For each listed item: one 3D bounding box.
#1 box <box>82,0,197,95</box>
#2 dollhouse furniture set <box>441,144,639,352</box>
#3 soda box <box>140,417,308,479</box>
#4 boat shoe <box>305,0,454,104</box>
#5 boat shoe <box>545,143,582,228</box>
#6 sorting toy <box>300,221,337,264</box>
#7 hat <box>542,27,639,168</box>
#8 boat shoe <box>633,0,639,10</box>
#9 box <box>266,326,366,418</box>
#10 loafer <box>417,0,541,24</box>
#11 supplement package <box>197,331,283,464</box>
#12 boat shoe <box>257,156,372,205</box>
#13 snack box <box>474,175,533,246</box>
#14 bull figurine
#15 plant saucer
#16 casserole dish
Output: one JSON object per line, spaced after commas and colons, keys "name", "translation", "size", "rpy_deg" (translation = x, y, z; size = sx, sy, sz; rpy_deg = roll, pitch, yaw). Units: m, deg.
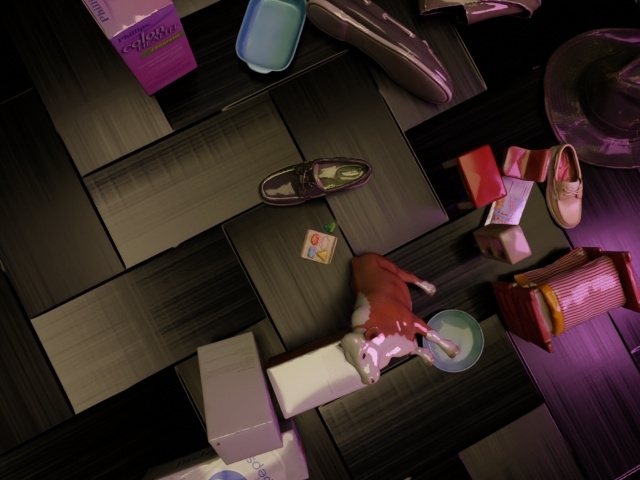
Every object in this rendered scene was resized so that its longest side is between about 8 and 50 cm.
{"name": "box", "translation": [-0.338, -0.409, 0.922], "size": [0.117, 0.243, 0.213], "rpy_deg": [-33, 88, -5]}
{"name": "dollhouse furniture set", "translation": [0.399, -0.014, 0.957], "size": [0.202, 0.152, 0.373], "rpy_deg": [-23, 96, -5]}
{"name": "soda box", "translation": [-0.169, 0.415, 0.941], "size": [0.287, 0.098, 0.091], "rpy_deg": [-19, 87, -6]}
{"name": "boat shoe", "translation": [0.131, -0.393, 1.015], "size": [0.335, 0.112, 0.095], "rpy_deg": [34, 81, -2]}
{"name": "boat shoe", "translation": [0.484, -0.109, 1.043], "size": [0.063, 0.059, 0.169], "rpy_deg": [-9, 86, -4]}
{"name": "sorting toy", "translation": [0.000, 0.000, 1.026], "size": [0.062, 0.012, 0.083], "rpy_deg": [16, 85, -2]}
{"name": "hat", "translation": [0.618, -0.296, 1.031], "size": [0.332, 0.134, 0.330], "rpy_deg": [0, 86, -4]}
{"name": "boat shoe", "translation": [0.662, -0.502, 1.066], "size": [0.070, 0.077, 0.219], "rpy_deg": [12, 62, 6]}
{"name": "box", "translation": [-0.001, 0.231, 0.949], "size": [0.171, 0.130, 0.090], "rpy_deg": [-20, 88, -6]}
{"name": "loafer", "translation": [0.307, -0.469, 1.053], "size": [0.252, 0.094, 0.087], "rpy_deg": [9, 97, 2]}
{"name": "supplement package", "translation": [-0.139, 0.268, 0.908], "size": [0.105, 0.105, 0.179], "rpy_deg": [-15, 47, -5]}
{"name": "boat shoe", "translation": [-0.010, -0.120, 1.004], "size": [0.224, 0.073, 0.080], "rpy_deg": [-11, 86, -5]}
{"name": "snack box", "translation": [0.367, -0.061, 1.050], "size": [0.064, 0.022, 0.178], "rpy_deg": [22, 84, -4]}
{"name": "bull figurine", "translation": [0.121, 0.127, 0.898], "size": [0.189, 0.310, 0.101], "rpy_deg": [29, 118, -15]}
{"name": "plant saucer", "translation": [0.254, 0.193, 1.023], "size": [0.120, 0.021, 0.119], "rpy_deg": [0, 86, -3]}
{"name": "casserole dish", "translation": [-0.095, -0.413, 1.041], "size": [0.114, 0.037, 0.188], "rpy_deg": [17, 84, -2]}
